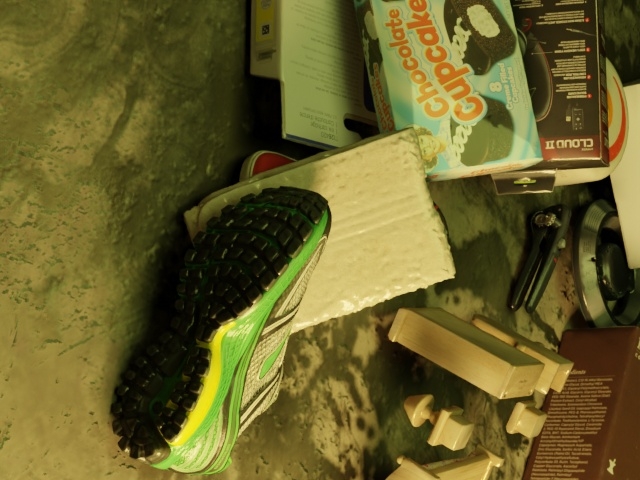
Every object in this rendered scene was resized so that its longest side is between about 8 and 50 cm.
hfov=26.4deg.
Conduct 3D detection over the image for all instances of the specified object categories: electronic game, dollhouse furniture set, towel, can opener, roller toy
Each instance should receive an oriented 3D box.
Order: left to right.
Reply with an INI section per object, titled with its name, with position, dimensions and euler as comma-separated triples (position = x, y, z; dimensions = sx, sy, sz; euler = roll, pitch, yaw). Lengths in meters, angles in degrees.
[towel]
position = 0.000, 0.000, 1.549
dimensions = 0.282, 0.049, 0.187
euler = -18, 101, -4
[dollhouse furniture set]
position = 0.139, 0.281, 1.778
dimensions = 0.303, 0.174, 0.355
euler = 4, 111, -58
[can opener]
position = 0.326, 0.027, 1.990
dimensions = 0.073, 0.059, 0.186
euler = 45, 54, -33
[roller toy]
position = 0.337, -0.176, 1.904
dimensions = 0.191, 0.146, 0.209
euler = -2, 87, -48
[electronic game]
position = 0.449, 0.049, 2.124
dimensions = 0.229, 0.048, 0.229
euler = 15, 72, -52

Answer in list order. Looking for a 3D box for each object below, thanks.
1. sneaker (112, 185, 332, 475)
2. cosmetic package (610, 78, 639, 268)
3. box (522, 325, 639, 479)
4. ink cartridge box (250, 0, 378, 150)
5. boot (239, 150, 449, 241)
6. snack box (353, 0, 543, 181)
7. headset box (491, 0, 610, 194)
[sneaker]
position = -0.090, 0.095, 1.481
dimensions = 0.146, 0.134, 0.343
euler = 37, 83, -50
[cosmetic package]
position = 0.588, -0.137, 2.233
dimensions = 0.377, 0.097, 0.284
euler = -22, 98, -53
[box]
position = 0.411, 0.334, 1.985
dimensions = 0.191, 0.143, 0.381
euler = 41, 56, -35
[ink cartridge box]
position = 0.036, -0.248, 1.718
dimensions = 0.303, 0.072, 0.307
euler = 11, 78, -47
[boot]
position = 0.037, -0.046, 1.612
dimensions = 0.244, 0.176, 0.088
euler = 29, 65, -40
[snack box]
position = 0.147, -0.236, 1.661
dimensions = 0.187, 0.060, 0.322
euler = -9, 83, -19
[headset box]
position = 0.258, -0.207, 1.763
dimensions = 0.110, 0.218, 0.293
euler = 10, 78, -72
